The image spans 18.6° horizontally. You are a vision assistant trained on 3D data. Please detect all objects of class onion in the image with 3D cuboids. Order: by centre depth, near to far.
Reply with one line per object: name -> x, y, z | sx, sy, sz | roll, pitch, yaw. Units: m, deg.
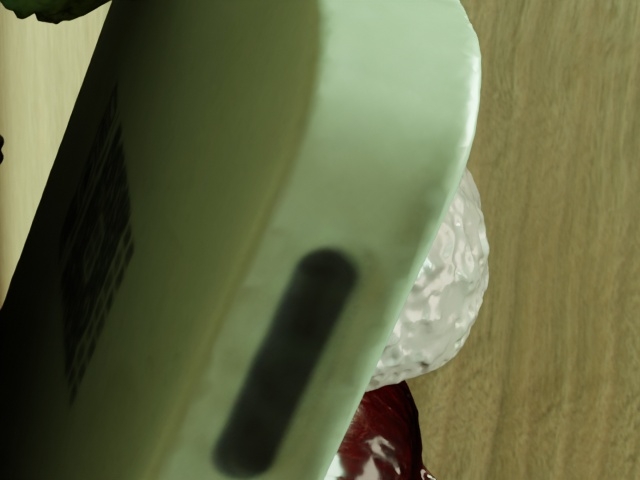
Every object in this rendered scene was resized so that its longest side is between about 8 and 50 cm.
onion -> 0.007, 0.229, 1.735 | 0.314, 0.232, 0.314 | 6, 90, -84

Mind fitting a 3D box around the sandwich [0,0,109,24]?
sandwich -> -0.133, -0.197, 0.822 | 0.160, 0.109, 0.184 | 28, 38, -49

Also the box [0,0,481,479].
box -> -0.056, 0.009, 0.828 | 0.373, 0.090, 0.367 | -105, -145, -60

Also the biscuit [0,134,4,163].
biscuit -> -0.180, 0.010, 0.791 | 0.305, 0.038, 0.305 | 4, 90, -84

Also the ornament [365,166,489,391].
ornament -> 0.000, 0.000, 1.458 | 0.259, 0.259, 0.225 | -36, 110, -82
